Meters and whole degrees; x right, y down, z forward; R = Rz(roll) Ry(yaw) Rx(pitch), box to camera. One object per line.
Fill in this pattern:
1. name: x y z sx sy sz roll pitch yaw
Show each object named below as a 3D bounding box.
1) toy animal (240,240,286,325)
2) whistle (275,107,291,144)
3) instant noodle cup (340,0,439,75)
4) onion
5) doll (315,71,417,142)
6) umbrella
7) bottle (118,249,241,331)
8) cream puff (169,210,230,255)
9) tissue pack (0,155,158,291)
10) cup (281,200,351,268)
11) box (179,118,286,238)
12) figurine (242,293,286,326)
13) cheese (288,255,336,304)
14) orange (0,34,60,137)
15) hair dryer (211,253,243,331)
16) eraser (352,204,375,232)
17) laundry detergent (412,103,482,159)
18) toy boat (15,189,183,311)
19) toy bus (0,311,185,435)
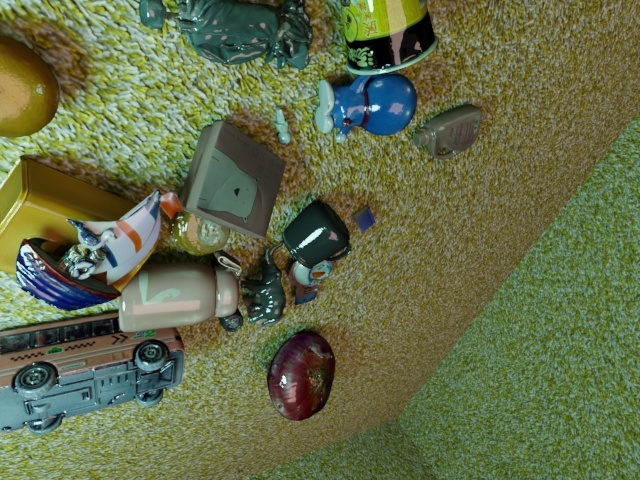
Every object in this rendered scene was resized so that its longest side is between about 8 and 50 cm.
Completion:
1. toy animal: -0.177 0.134 1.262 0.138 0.082 0.268 -1 92 6
2. whistle: -0.094 -0.281 1.006 0.035 0.035 0.100 -26 138 -16
3. instant noodle cup: 0.131 -0.503 0.850 0.216 0.215 0.236 -31 133 -10
4. onion: -0.100 0.539 1.647 0.348 0.286 0.346 -7 98 -57
5. doll: 0.114 -0.346 1.033 0.257 0.161 0.215 -4 145 -15
6. umbrella: -0.165 -0.413 0.774 0.349 0.094 0.143 -13 116 -36
7. bottle: -0.359 0.126 1.051 0.297 0.173 0.206 0 113 -24
8. cream puff: -0.301 -0.042 1.005 0.150 0.115 0.165 -12 117 -41
9. tissue pack: -0.524 -0.011 0.847 0.194 0.145 0.275 -47 140 12
10. cup: 0.000 0.000 1.235 0.177 0.169 0.223 -39 127 9
11. box: -0.202 -0.136 0.947 0.215 0.086 0.214 26 74 -49
12. figurine: -0.186 0.230 1.369 0.125 0.125 0.137 -31 128 -10
13. cheese: -0.032 0.121 1.410 0.189 0.074 0.285 -10 134 -29
14. orange: -0.510 -0.245 0.647 0.156 0.124 0.156 -15 118 -30
15. hair dryer: -0.293 0.149 1.209 0.070 0.128 0.255 -19 126 -22
16. eraser: 0.152 -0.075 1.401 0.063 0.027 0.084 -38 140 -3
17. laundry detergent: 0.404 -0.331 1.313 0.237 0.076 0.171 -25 139 -16
18. toy boat: -0.422 0.028 0.817 0.319 0.072 0.218 -28 138 -28
19. toy bus: -0.590 0.319 1.049 0.428 0.233 0.202 -6 131 -31
